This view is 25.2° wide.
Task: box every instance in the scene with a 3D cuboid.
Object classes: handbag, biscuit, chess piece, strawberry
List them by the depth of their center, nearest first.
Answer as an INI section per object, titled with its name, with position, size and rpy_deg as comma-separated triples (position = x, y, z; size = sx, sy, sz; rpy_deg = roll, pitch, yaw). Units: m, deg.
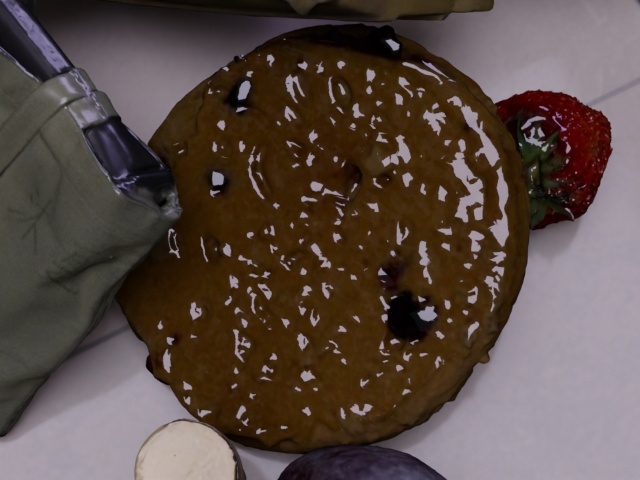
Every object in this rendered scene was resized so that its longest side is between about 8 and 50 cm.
[chess piece]
position = -0.076, 0.154, 0.916
size = 0.066, 0.122, 0.066
rpy_deg = -1, 75, 5
[handbag]
position = -0.240, -0.059, 0.950
size = 0.253, 0.109, 0.316
rpy_deg = -46, 73, 33
[biscuit]
position = 0.001, 0.000, 0.955
size = 0.295, 0.075, 0.296
rpy_deg = -1, 86, 19
[strawberry]
position = 0.152, -0.057, 0.978
size = 0.106, 0.106, 0.106
rpy_deg = -1, 76, 3

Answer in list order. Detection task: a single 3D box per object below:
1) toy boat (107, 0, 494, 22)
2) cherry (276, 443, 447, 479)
[toy boat]
position = -0.098, -0.217, 0.987
size = 0.445, 0.162, 0.136
rpy_deg = 11, 110, 20
[cherry]
position = 0.021, 0.226, 0.866
size = 0.195, 0.195, 0.195
rpy_deg = -1, 76, 3
